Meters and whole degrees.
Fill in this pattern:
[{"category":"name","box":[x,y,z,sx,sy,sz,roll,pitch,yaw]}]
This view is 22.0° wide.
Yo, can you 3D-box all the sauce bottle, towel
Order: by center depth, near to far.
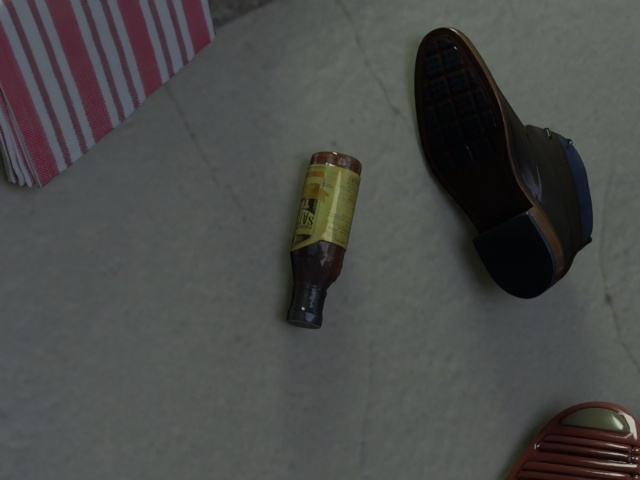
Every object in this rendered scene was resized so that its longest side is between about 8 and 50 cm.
[{"category":"towel","box":[-0.151,-0.142,1.087,0.197,0.029,0.144,-45,143,-30]},{"category":"sauce bottle","box":[0.000,0.000,1.199,0.042,0.042,0.128,20,73,-29]}]

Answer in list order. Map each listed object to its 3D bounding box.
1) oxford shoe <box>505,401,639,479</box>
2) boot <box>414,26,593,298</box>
[{"category":"oxford shoe","box":[0.187,0.298,1.268,0.130,0.123,0.348,43,61,-51]},{"category":"boot","box":[0.146,-0.069,1.296,0.106,0.082,0.219,-24,95,-54]}]
